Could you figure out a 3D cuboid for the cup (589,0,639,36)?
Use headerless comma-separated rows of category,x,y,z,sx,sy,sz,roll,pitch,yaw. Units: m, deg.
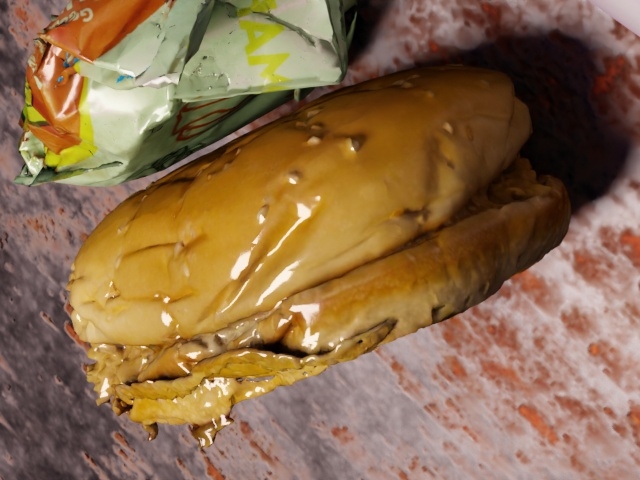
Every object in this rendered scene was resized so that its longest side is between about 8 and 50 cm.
cup,0.132,-0.273,0.872,0.371,0.253,0.253,38,127,22

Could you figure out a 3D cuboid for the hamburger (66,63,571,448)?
hamburger,0.000,0.000,1.062,0.319,0.319,0.158,-21,98,41

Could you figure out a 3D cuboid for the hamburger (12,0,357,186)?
hamburger,-0.063,-0.125,1.090,0.150,0.276,0.260,40,139,-3
